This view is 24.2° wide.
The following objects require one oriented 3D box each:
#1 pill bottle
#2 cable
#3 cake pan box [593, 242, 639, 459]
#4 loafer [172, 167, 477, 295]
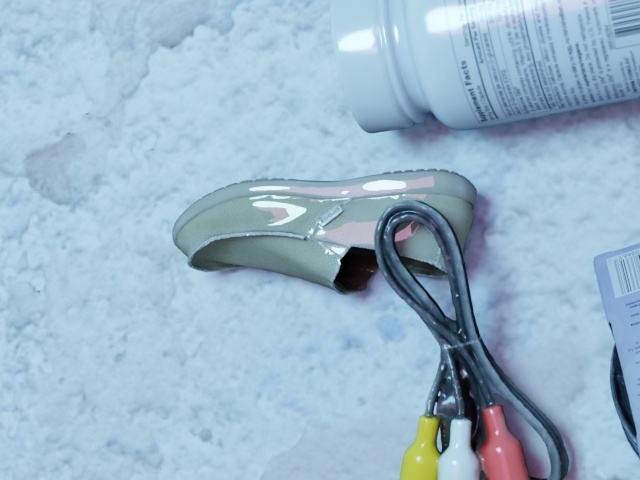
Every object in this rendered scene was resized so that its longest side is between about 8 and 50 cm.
[{"bbox_3d":[0.161,-0.178,1.213,0.283,0.160,0.160,-9,75,17],"label":"pill bottle"},{"bbox_3d":[0.115,0.108,1.180,0.140,0.072,0.287,-7,97,15],"label":"cable"},{"bbox_3d":[0.343,0.083,1.092,0.267,0.070,0.245,-19,45,14],"label":"cake pan box"},{"bbox_3d":[0.000,0.000,1.263,0.269,0.102,0.092,-8,70,17],"label":"loafer"}]
